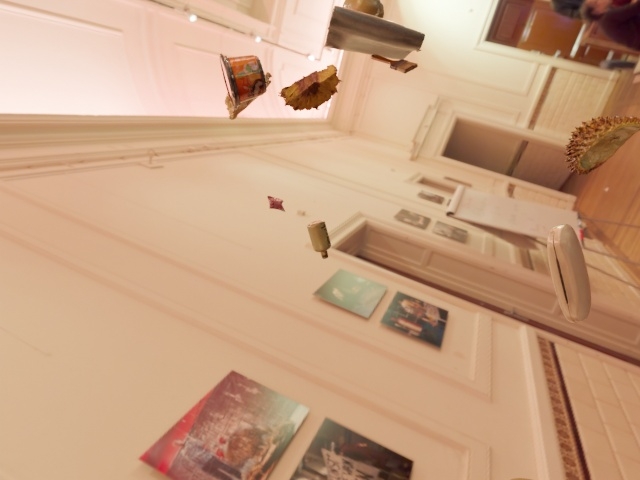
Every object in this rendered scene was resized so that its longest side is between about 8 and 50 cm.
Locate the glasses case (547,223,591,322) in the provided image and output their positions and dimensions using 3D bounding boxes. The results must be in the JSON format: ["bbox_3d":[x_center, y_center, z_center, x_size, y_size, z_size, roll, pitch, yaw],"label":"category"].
[{"bbox_3d":[0.502,0.067,0.897,0.081,0.051,0.204,-25,-78,-39],"label":"glasses case"}]

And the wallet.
[{"bbox_3d":[0.140,-0.559,1.246,0.290,0.251,0.054,-98,22,-80],"label":"wallet"}]

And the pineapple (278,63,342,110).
[{"bbox_3d":[-0.027,-0.535,1.622,0.233,0.079,0.135,-24,-18,6],"label":"pineapple"}]

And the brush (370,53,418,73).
[{"bbox_3d":[0.180,-0.455,1.134,0.043,0.170,0.014,-30,-48,-14],"label":"brush"}]

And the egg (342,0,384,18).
[{"bbox_3d":[0.157,-0.848,1.674,0.201,0.164,0.164,-46,-24,-88],"label":"egg"}]

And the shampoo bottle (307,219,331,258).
[{"bbox_3d":[0.000,0.000,1.869,0.079,0.079,0.162,-39,-64,-61],"label":"shampoo bottle"}]

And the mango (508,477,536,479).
[{"bbox_3d":[0.545,0.671,1.148,0.251,0.156,0.114,72,-165,-79],"label":"mango"}]

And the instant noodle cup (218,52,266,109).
[{"bbox_3d":[-0.253,-0.541,1.488,0.177,0.125,0.208,115,137,-74],"label":"instant noodle cup"}]

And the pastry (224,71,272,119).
[{"bbox_3d":[-0.286,-0.558,1.702,0.121,0.089,0.258,-46,8,46],"label":"pastry"}]

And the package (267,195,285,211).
[{"bbox_3d":[-0.149,-0.122,1.505,0.083,0.059,0.029,-108,37,-54],"label":"package"}]

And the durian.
[{"bbox_3d":[0.832,-0.288,1.336,0.144,0.139,0.252,-60,-6,-47],"label":"durian"}]
